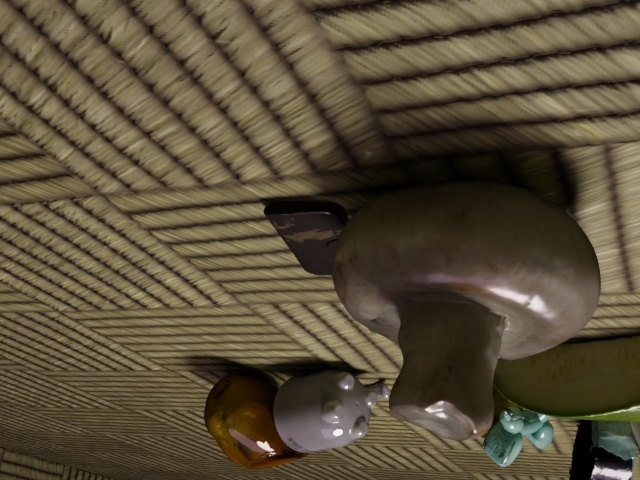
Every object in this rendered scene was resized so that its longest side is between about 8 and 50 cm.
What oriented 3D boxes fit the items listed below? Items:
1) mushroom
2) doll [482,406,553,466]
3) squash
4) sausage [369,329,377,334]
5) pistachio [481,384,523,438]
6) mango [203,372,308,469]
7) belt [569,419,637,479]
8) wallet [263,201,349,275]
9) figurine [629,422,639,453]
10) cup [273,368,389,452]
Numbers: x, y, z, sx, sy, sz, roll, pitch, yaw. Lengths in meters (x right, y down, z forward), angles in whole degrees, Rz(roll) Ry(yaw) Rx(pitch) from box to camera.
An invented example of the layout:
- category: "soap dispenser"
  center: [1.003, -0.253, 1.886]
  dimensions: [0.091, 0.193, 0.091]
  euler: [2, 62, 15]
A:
- category: "mushroom"
  center: [0.125, 0.068, 0.732]
  dimensions: [0.244, 0.243, 0.243]
  euler: [6, 156, 3]
- category: "doll"
  center: [0.330, 0.260, 1.230]
  dimensions: [0.160, 0.059, 0.158]
  euler: [-15, 131, -29]
- category: "squash"
  center: [0.368, 0.181, 1.066]
  dimensions: [0.289, 0.111, 0.203]
  euler: [4, 155, 11]
- category: "sausage"
  center: [0.085, 0.065, 0.970]
  dimensions: [0.033, 0.032, 0.269]
  euler: [8, 156, -2]
- category: "pistachio"
  center: [0.265, 0.268, 1.306]
  dimensions: [0.110, 0.100, 0.189]
  euler: [-34, 139, 27]
- category: "mango"
  center: [-0.129, 0.322, 1.444]
  dimensions: [0.136, 0.166, 0.236]
  euler: [-25, 156, 7]
- category: "belt"
  center: [0.492, 0.370, 1.407]
  dimensions: [0.078, 0.151, 0.198]
  euler: [9, 147, 7]
- category: "wallet"
  center: [0.000, 0.000, 0.867]
  dimensions: [0.082, 0.018, 0.156]
  euler: [0, 154, 16]
- category: "figurine"
  center: [0.565, 0.280, 1.149]
  dimensions: [0.250, 0.167, 0.141]
  euler: [36, 150, 32]
- category: "cup"
  center: [0.031, 0.291, 1.375]
  dimensions: [0.174, 0.134, 0.142]
  euler: [25, 149, -33]
